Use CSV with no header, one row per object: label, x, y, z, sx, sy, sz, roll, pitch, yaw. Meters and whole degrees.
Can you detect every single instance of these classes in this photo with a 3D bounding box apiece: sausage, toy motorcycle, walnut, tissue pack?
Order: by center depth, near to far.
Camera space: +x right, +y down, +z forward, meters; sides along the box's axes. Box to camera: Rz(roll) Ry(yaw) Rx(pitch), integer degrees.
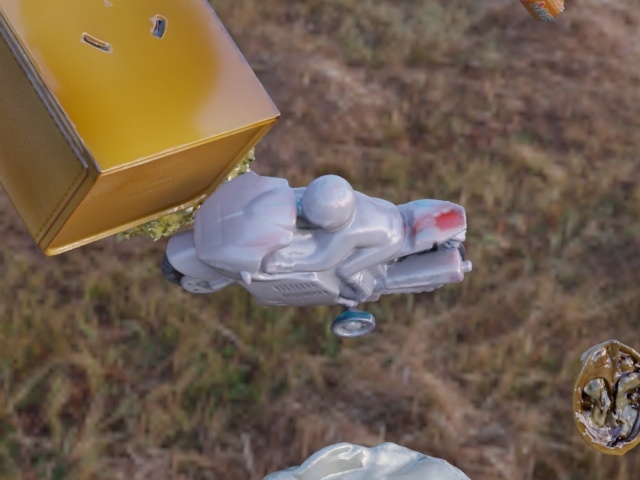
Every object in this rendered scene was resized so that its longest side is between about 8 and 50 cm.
sausage,0.162,-0.215,1.267,0.031,0.031,0.107,27,-8,41
tissue pack,-0.201,-0.151,1.271,0.194,0.145,0.274,-20,72,-44
toy motorcycle,0.000,0.000,1.297,0.260,0.171,0.110,-1,65,-8
walnut,0.293,0.158,1.617,0.091,0.121,0.052,-6,8,-14

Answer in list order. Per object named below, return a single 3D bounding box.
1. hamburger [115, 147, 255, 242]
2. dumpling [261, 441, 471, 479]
hamburger,-0.180,-0.101,1.655,0.243,0.138,0.261,-12,37,17
dumpling,0.044,0.236,1.113,0.258,0.147,0.193,12,59,-12
